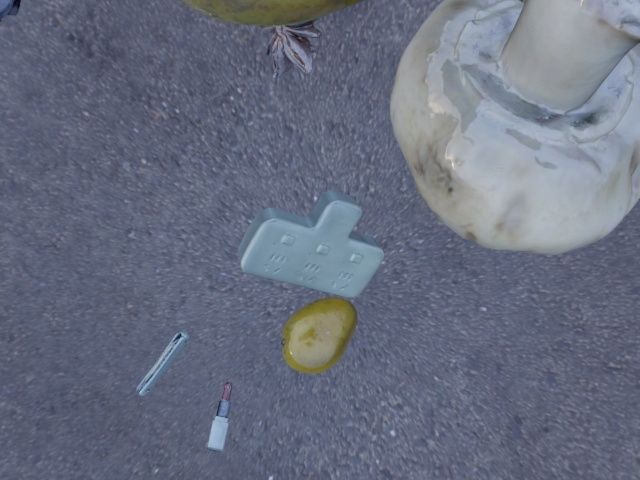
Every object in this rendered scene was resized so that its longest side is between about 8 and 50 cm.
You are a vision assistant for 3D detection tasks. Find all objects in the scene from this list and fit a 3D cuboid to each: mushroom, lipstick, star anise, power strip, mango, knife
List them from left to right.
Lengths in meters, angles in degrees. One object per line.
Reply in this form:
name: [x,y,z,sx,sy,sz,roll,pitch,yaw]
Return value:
knife: [-0.315,0.244,1.483,0.023,0.044,0.162,40,101,13]
lipstick: [-0.153,0.272,1.164,0.025,0.025,0.107,12,66,-4]
star anise: [-0.049,-0.387,1.352,0.065,0.182,0.195,-11,77,-33]
power strip: [0.000,0.000,1.359,0.265,0.059,0.194,16,119,-30]
mango: [0.001,0.197,1.582,0.195,0.098,0.137,-33,75,-30]
mushroom: [0.231,-0.159,0.752,0.314,0.336,0.314,4,68,-9]

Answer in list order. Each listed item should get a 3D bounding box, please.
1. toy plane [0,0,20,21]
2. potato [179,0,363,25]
toy plane: [-0.245,-0.179,0.402,0.316,0.204,0.103,24,104,12]
potato: [-0.004,-0.281,0.621,0.298,0.141,0.176,-26,99,-8]
